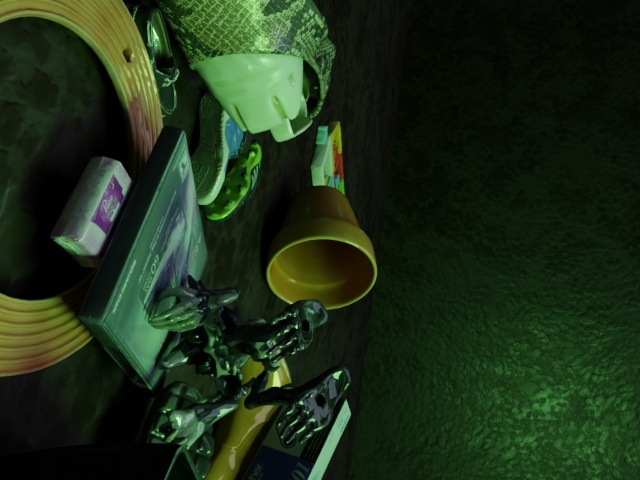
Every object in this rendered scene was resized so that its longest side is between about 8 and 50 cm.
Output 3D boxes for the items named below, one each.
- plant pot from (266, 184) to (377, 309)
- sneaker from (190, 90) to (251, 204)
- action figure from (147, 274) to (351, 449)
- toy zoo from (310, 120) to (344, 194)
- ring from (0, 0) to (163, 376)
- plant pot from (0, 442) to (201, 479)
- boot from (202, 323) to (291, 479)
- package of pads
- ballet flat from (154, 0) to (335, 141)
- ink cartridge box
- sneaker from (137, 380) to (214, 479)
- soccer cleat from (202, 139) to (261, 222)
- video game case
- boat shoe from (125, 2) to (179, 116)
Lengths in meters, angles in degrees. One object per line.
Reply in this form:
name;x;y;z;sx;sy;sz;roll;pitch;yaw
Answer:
plant pot;0.000;0.000;1.100;0.205;0.205;0.188;83;4;-45
sneaker;-0.130;-0.113;0.746;0.084;0.058;0.152;33;58;-66
action figure;-0.105;0.116;0.571;0.140;0.275;0.164;-15;94;-40
toy zoo;0.021;-0.163;1.414;0.293;0.030;0.192;84;18;-44
ring;-0.222;-0.063;0.450;0.336;0.032;0.337;6;90;-76
plant pot;-0.195;0.269;0.427;0.188;0.166;0.188;-71;161;-45
boot;-0.130;0.302;0.872;0.211;0.104;0.295;-41;131;-60
package of pads;-0.188;-0.024;0.471;0.050;0.031;0.083;81;20;-61
ballet flat;-0.061;-0.222;0.732;0.483;0.163;0.182;-35;122;-77
ink cartridge box;-0.039;0.327;0.859;0.207;0.097;0.046;-57;143;-39
sneaker;-0.193;0.281;0.603;0.101;0.106;0.268;45;39;-40
soccer cleat;-0.119;-0.075;0.813;0.179;0.060;0.072;-73;165;-46
video game case;-0.169;0.041;0.595;0.274;0.026;0.196;100;4;-62
boat shoe;-0.169;-0.184;0.588;0.046;0.038;0.125;-70;161;-44
